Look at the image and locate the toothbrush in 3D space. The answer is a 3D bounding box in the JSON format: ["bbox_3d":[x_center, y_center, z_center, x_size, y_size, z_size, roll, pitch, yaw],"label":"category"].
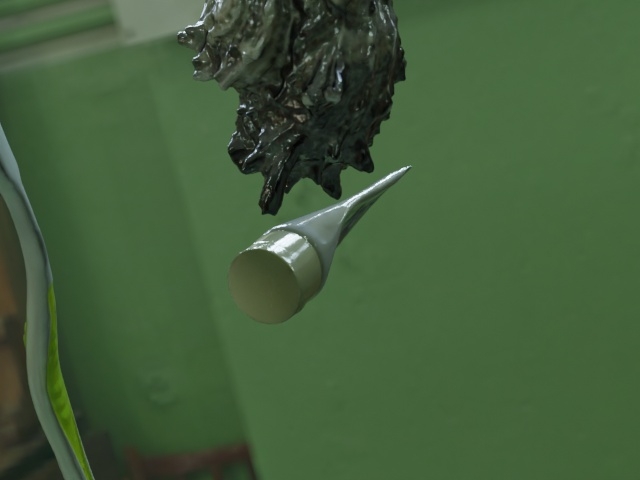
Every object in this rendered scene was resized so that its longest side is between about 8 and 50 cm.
[{"bbox_3d":[-0.102,0.065,0.726,0.026,0.263,0.022,-10,23,14],"label":"toothbrush"}]

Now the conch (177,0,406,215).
[{"bbox_3d":[-0.033,-0.186,1.769,0.240,0.313,0.186,-4,11,25],"label":"conch"}]

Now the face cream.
[{"bbox_3d":[0.000,0.000,1.580,0.114,0.070,0.224,-47,-4,34],"label":"face cream"}]
